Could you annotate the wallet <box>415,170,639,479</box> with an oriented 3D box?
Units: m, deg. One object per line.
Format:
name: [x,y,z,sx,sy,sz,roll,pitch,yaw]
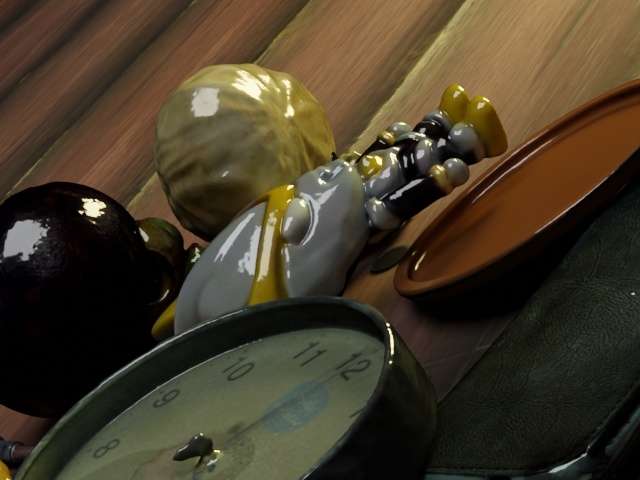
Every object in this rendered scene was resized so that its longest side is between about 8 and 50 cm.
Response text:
wallet: [0.175,0.049,1.175,0.172,0.045,0.318,-13,28,51]

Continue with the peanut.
peanut: [-0.067,-0.070,1.647,0.152,0.152,0.313,-36,-1,-8]

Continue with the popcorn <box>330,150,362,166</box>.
popcorn: [0.025,-0.036,1.565,0.084,0.084,0.084,-29,20,11]

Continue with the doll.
doll: [0.001,0.001,1.464,0.316,0.103,0.145,-37,48,-6]

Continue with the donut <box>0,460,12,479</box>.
donut: [-0.308,0.215,1.304,0.253,0.253,0.118,-32,-25,3]

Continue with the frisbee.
frisbee: [0.155,-0.037,1.394,0.251,0.021,0.251,-38,10,8]

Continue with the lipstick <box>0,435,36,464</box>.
lipstick: [-0.257,0.171,1.593,0.107,0.025,0.025,-4,34,44]

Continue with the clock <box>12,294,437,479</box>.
clock: [-0.064,0.130,1.176,0.281,0.055,0.280,-24,23,11]

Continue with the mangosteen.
mangosteen: [-0.184,0.048,1.578,0.231,0.194,0.194,0,10,-19]
